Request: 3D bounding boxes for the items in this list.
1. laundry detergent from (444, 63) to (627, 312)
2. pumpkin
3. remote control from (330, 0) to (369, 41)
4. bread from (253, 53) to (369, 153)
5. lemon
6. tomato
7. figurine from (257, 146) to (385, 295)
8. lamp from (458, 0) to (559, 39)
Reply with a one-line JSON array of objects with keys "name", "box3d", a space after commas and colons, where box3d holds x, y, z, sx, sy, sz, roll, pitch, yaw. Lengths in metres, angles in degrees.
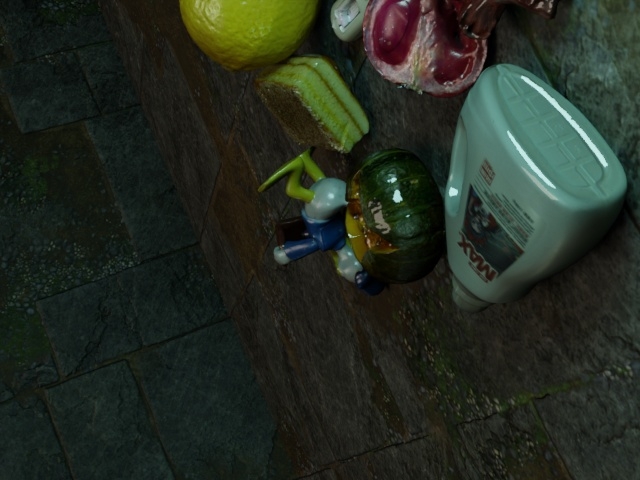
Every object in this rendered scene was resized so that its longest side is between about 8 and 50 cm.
[{"name": "laundry detergent", "box3d": [0.258, -0.031, 1.122, 0.264, 0.125, 0.398, 58, 158, 26]}, {"name": "pumpkin", "box3d": [0.133, -0.044, 1.363, 0.238, 0.159, 0.238, 172, 90, -76]}, {"name": "remote control", "box3d": [0.070, -0.407, 1.355, 0.221, 0.042, 0.078, -20, 89, 70]}, {"name": "bread", "box3d": [-0.018, -0.276, 1.551, 0.184, 0.110, 0.234, 51, 167, -27]}, {"name": "lemon", "box3d": [-0.131, -0.463, 1.483, 0.293, 0.293, 0.293, 51, 152, 41]}, {"name": "tomato", "box3d": [0.161, -0.308, 1.153, 0.189, 0.099, 0.173, 21, 122, 12]}, {"name": "figurine", "box3d": [0.000, 0.000, 1.671, 0.338, 0.204, 0.283, 48, 136, -3]}, {"name": "lamp", "box3d": [0.193, -0.371, 0.967, 0.223, 0.151, 0.215, 33, 171, -18]}]
